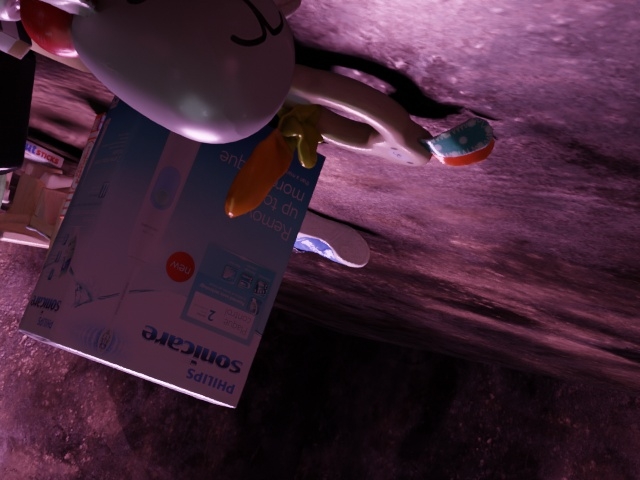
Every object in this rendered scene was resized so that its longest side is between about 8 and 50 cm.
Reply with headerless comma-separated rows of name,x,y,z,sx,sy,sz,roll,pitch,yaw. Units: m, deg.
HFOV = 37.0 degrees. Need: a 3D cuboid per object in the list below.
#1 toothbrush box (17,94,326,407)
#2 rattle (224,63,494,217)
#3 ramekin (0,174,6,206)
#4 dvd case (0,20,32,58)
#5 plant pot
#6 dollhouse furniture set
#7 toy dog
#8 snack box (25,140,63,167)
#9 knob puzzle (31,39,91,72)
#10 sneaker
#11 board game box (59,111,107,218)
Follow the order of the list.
toothbrush box,-0.154,0.001,1.020,0.216,0.295,0.126,27,167,-29
rattle,0.039,-0.062,0.828,0.200,0.143,0.130,25,152,-7
ramekin,-0.544,-0.105,1.194,0.303,0.303,0.148,21,164,-19
dvd case,-0.291,-0.211,0.598,0.221,0.018,0.164,25,-152,-42
plant pot,-0.413,-0.151,1.054,0.167,0.187,0.188,7,177,-26
dollhouse furniture set,-0.401,0.038,1.633,0.362,0.256,0.394,22,-173,42
toy dog,-0.158,-0.179,0.435,0.334,0.220,0.161,13,133,1
snack box,-0.526,-0.167,1.632,0.064,0.022,0.178,14,171,35
knob puzzle,-0.235,-0.197,0.853,0.213,0.030,0.213,16,171,3
sneaker,0.000,-0.001,1.505,0.152,0.058,0.084,25,164,-17
board game box,-0.230,-0.066,1.279,0.193,0.147,0.045,23,169,-28
